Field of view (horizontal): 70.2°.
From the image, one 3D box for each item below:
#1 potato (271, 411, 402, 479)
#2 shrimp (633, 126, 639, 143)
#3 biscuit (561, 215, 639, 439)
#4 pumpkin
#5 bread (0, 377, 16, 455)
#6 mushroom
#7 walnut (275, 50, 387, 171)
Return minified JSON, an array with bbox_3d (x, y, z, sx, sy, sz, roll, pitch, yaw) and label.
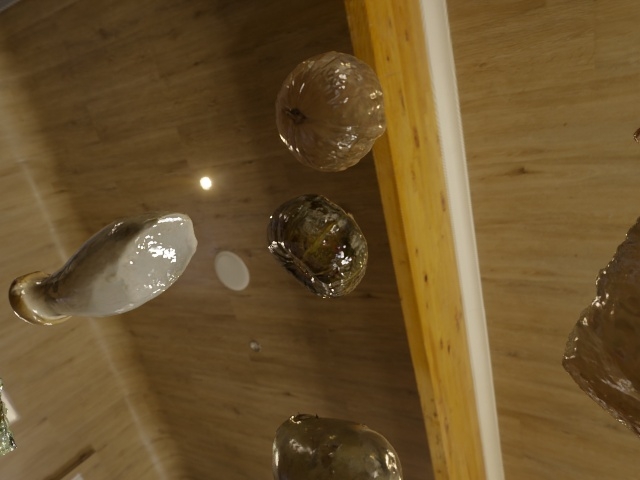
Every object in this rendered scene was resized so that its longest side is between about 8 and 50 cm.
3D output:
[{"bbox_3d":[0.015,0.364,0.735,0.262,0.165,0.164,-21,-81,59],"label":"potato"},{"bbox_3d":[0.592,-0.183,0.788,0.059,0.108,0.023,128,-37,-52],"label":"shrimp"},{"bbox_3d":[0.545,0.183,0.620,0.446,0.104,0.429,54,-31,34],"label":"biscuit"},{"bbox_3d":[0.000,0.000,0.879,0.219,0.162,0.219,40,-21,18],"label":"pumpkin"},{"bbox_3d":[-0.388,0.189,0.475,0.156,0.110,0.103,-52,-126,46],"label":"bread"},{"bbox_3d":[-0.326,0.049,0.688,0.350,0.128,0.128,-20,-80,22],"label":"mushroom"},{"bbox_3d":[0.025,-0.245,0.881,0.228,0.228,0.227,18,-57,30],"label":"walnut"}]
